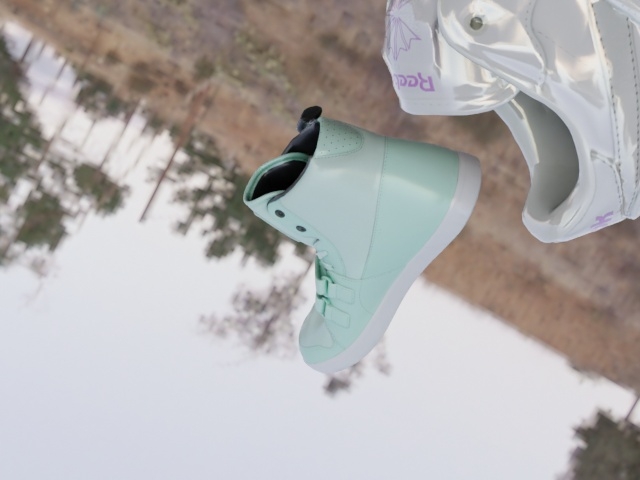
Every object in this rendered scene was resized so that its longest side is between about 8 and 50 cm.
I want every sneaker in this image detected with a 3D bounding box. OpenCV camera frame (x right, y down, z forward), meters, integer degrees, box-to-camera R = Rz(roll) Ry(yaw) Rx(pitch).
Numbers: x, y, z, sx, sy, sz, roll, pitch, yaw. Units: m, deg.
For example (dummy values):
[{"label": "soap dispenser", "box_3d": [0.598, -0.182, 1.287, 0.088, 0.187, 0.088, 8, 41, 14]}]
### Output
[{"label": "sneaker", "box_3d": [0.000, -0.001, 1.072, 0.151, 0.256, 0.094, 19, -135, -14]}, {"label": "sneaker", "box_3d": [0.074, -0.136, 0.545, 0.305, 0.152, 0.114, 58, 171, -15]}]
